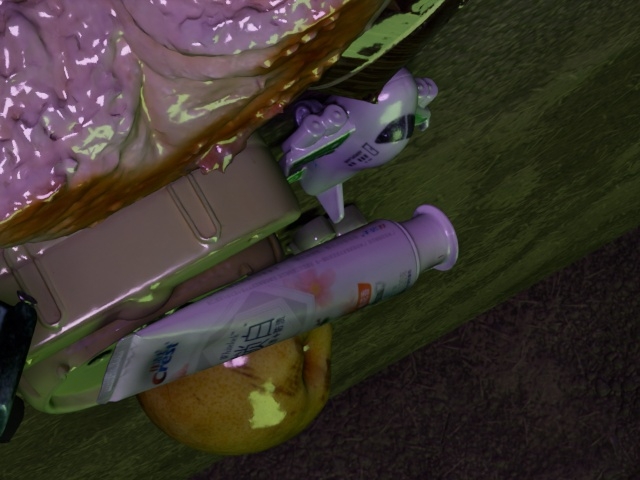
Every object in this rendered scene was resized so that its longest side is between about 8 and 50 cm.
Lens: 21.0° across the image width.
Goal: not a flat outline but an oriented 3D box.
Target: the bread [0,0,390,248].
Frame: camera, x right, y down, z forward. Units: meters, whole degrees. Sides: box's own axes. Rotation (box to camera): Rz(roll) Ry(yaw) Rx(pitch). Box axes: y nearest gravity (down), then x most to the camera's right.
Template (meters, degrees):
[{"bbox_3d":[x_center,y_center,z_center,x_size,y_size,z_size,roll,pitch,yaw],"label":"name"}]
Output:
[{"bbox_3d":[-0.084,-0.119,0.857,0.314,0.171,0.192,-34,170,15],"label":"bread"}]

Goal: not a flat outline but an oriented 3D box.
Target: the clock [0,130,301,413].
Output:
[{"bbox_3d":[-0.153,0.038,1.438,0.286,0.117,0.348,-29,168,-6],"label":"clock"}]

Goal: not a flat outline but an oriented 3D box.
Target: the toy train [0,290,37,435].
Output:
[{"bbox_3d":[-0.285,0.127,1.035,0.138,0.178,0.330,-41,-151,42],"label":"toy train"}]

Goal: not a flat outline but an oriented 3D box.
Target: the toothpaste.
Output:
[{"bbox_3d":[-0.031,0.048,1.369,0.323,0.066,0.100,-22,156,-31],"label":"toothpaste"}]

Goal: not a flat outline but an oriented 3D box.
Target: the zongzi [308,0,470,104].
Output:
[{"bbox_3d":[0.019,-0.171,1.144,0.184,0.084,0.187,1,140,-50],"label":"zongzi"}]

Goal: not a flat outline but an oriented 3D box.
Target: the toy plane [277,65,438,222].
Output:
[{"bbox_3d":[0.029,-0.088,1.470,0.174,0.080,0.174,-30,166,-9],"label":"toy plane"}]

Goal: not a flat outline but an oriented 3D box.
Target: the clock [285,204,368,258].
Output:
[{"bbox_3d":[0.000,0.000,1.834,0.087,0.041,0.129,-39,171,19],"label":"clock"}]

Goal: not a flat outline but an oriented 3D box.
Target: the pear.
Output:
[{"bbox_3d":[-0.094,0.115,1.711,0.209,0.209,0.209,-30,168,-7],"label":"pear"}]

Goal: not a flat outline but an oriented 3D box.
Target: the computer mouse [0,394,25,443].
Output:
[{"bbox_3d":[-0.334,0.125,1.400,0.122,0.073,0.217,4,172,22],"label":"computer mouse"}]
